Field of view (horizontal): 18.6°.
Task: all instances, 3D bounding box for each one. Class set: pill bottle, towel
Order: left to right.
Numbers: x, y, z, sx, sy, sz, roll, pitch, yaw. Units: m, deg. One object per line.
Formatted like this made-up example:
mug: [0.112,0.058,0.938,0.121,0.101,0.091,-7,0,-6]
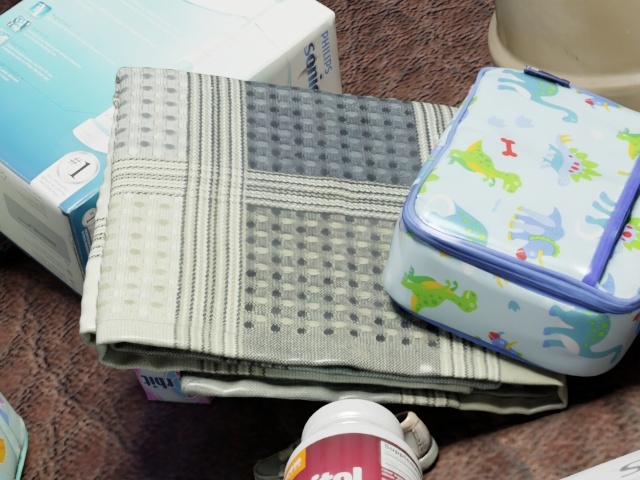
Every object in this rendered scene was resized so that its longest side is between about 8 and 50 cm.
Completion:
towel: [0.000,0.000,1.339,0.312,0.056,0.324,7,37,-7]
pill bottle: [0.020,0.164,1.158,0.086,0.086,0.152,-18,29,11]

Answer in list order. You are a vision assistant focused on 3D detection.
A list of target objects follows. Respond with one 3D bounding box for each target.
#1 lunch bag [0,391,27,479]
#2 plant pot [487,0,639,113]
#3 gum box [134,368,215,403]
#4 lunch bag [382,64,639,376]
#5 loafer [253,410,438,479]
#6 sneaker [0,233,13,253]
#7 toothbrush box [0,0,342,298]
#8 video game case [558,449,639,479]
lunch bag: [-0.330,0.197,1.334,0.224,0.107,0.279,-16,30,14]
plant pot: [0.251,-0.266,1.493,0.323,0.280,0.323,-19,29,11]
gum box: [-0.076,0.018,1.441,0.062,0.107,0.188,1,38,37]
lunch bag: [0.152,-0.017,1.286,0.176,0.090,0.219,24,40,10]
loafer: [0.012,0.133,1.259,0.125,0.039,0.045,-12,32,20]
sneaker: [-0.380,-0.011,1.715,0.262,0.104,0.125,-9,35,25]
toothbrush box: [-0.158,-0.120,1.635,0.216,0.126,0.295,35,62,29]
video game case: [0.209,0.157,0.952,0.300,0.036,0.329,-24,12,17]
